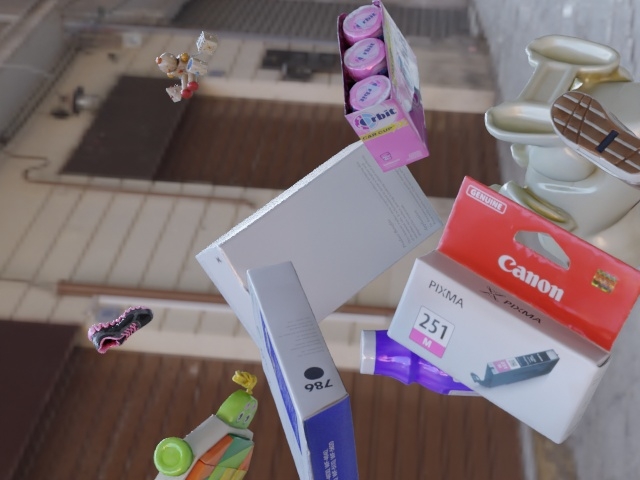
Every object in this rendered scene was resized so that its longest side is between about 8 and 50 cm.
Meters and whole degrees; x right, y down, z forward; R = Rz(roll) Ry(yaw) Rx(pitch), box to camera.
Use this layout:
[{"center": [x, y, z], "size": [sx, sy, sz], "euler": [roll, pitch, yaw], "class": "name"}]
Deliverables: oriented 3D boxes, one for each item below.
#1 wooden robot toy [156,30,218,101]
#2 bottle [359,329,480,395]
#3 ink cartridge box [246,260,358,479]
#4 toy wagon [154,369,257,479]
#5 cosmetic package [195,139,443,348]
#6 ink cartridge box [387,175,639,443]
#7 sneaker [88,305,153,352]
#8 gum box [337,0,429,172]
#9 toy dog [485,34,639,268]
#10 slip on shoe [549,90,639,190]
[{"center": [-0.253, -0.309, 2.034], "size": [0.173, 0.079, 0.076], "euler": [-40, 44, 46], "class": "wooden robot toy"}, {"center": [0.201, 0.173, 1.708], "size": [0.092, 0.283, 0.118], "euler": [95, 177, -68], "class": "bottle"}, {"center": [-0.015, 0.180, 1.280], "size": [0.333, 0.065, 0.165], "euler": [-113, 13, -54], "class": "ink cartridge box"}, {"center": [-0.187, 0.360, 1.748], "size": [0.344, 0.068, 0.267], "euler": [-57, -20, -4], "class": "toy wagon"}, {"center": [0.000, 0.000, 2.016], "size": [0.217, 0.385, 0.156], "euler": [58, 160, -7], "class": "cosmetic package"}, {"center": [0.243, 0.086, 1.446], "size": [0.060, 0.275, 0.239], "euler": [-24, -41, -52], "class": "ink cartridge box"}, {"center": [-0.339, 0.157, 1.958], "size": [0.057, 0.119, 0.047], "euler": [59, 175, 49], "class": "sneaker"}, {"center": [0.074, -0.190, 1.362], "size": [0.107, 0.062, 0.188], "euler": [51, -153, -44], "class": "gum box"}, {"center": [0.488, -0.111, 1.991], "size": [0.408, 0.395, 0.284], "euler": [78, -153, -44], "class": "toy dog"}, {"center": [0.265, -0.091, 1.053], "size": [0.135, 0.051, 0.041], "euler": [43, 179, 42], "class": "slip on shoe"}]
